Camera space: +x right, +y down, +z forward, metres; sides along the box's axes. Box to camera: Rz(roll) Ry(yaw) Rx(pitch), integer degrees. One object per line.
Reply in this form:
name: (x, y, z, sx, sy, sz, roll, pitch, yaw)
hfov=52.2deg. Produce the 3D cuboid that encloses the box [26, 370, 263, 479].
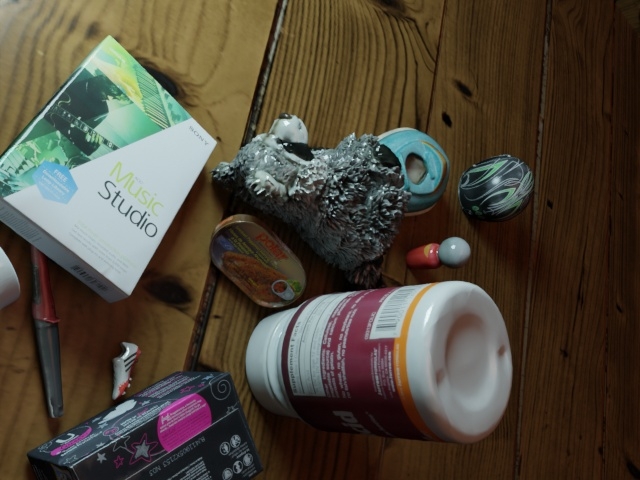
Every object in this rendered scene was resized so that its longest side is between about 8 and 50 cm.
box: (-0.229, 0.301, 0.883, 0.247, 0.142, 0.163, -25, 101, -43)

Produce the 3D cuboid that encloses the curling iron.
curling iron: (-0.354, 0.097, 0.872, 0.068, 0.035, 0.274, 4, 79, -44)

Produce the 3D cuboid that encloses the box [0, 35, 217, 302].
box: (-0.298, -0.107, 0.925, 0.232, 0.058, 0.322, 45, 45, -29)

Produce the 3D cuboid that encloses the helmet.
helmet: (0.441, -0.127, 1.611, 0.169, 0.162, 0.169, 10, 75, -43)

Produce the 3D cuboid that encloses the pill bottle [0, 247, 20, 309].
pill bottle: (-0.457, 0.079, 0.713, 0.221, 0.121, 0.121, -37, 108, -42)

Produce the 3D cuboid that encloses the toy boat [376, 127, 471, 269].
toy boat: (0.218, -0.088, 1.394, 0.267, 0.148, 0.318, -23, 98, -45)

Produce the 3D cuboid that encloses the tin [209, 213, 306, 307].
tin: (-0.102, 0.035, 1.088, 0.189, 0.106, 0.040, 48, 18, -28)

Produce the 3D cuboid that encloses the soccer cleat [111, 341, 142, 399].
soccer cleat: (-0.285, 0.185, 0.931, 0.036, 0.029, 0.083, 32, 57, -26)

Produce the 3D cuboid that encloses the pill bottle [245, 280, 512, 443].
pill bottle: (0.073, 0.190, 1.024, 0.224, 0.392, 0.224, 10, 75, -43)

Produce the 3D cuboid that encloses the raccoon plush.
raccoon plush: (0.000, 0.000, 1.137, 0.299, 0.216, 0.446, -19, 96, -37)
